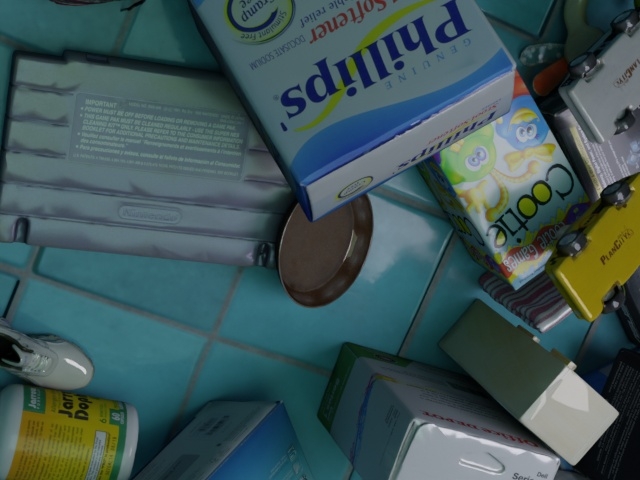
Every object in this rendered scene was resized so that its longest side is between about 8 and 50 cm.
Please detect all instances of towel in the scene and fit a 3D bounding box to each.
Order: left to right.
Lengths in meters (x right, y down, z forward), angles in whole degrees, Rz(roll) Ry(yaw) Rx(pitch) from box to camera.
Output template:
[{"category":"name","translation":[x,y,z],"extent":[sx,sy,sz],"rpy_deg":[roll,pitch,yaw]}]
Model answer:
[{"category":"towel","translation":[0.290,0.040,1.640],"extent":[0.144,0.197,0.029],"rpy_deg":[-39,111,-3]}]

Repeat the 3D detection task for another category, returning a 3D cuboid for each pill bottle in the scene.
[{"category":"pill bottle","translation":[-0.332,0.236,1.559],"extent":[0.208,0.117,0.117],"rpy_deg":[12,101,-18]}]

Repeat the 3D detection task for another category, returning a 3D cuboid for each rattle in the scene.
[{"category":"rattle","translation":[0.361,-0.264,1.669],"extent":[0.130,0.143,0.199],"rpy_deg":[39,109,10]}]

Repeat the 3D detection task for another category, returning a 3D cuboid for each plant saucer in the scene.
[{"category":"plant saucer","translation":[0.000,0.000,1.604],"extent":[0.168,0.029,0.168],"rpy_deg":[-22,121,-42]}]

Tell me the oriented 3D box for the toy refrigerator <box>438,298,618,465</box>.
[{"category":"toy refrigerator","translation":[0.255,0.167,1.627],"extent":[0.102,0.269,0.094],"rpy_deg":[41,91,-21]}]

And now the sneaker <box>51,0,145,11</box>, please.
[{"category":"sneaker","translation":[-0.177,-0.316,1.456],"extent":[0.299,0.112,0.121],"rpy_deg":[-17,108,-12]}]

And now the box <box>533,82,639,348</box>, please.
[{"category":"box","translation":[0.493,-0.082,1.722],"extent":[0.318,0.097,0.395],"rpy_deg":[-32,111,-8]}]

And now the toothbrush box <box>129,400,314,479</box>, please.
[{"category":"toothbrush box","translation":[-0.099,0.376,1.606],"extent":[0.216,0.126,0.295],"rpy_deg":[-44,119,-46]}]

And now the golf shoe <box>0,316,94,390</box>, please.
[{"category":"golf shoe","translation":[-0.349,0.142,1.546],"extent":[0.176,0.086,0.069],"rpy_deg":[24,95,-22]}]

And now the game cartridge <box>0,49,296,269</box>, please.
[{"category":"game cartridge","translation":[-0.197,-0.094,1.541],"extent":[0.355,0.068,0.230],"rpy_deg":[7,99,-18]}]

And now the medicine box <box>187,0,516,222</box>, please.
[{"category":"medicine box","translation":[0.030,-0.215,1.434],"extent":[0.263,0.149,0.289],"rpy_deg":[-30,74,-3]}]

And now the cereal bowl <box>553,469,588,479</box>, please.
[{"category":"cereal bowl","translation":[0.298,0.477,1.721],"extent":[0.339,0.141,0.339],"rpy_deg":[4,116,9]}]

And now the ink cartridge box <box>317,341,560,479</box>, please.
[{"category":"ink cartridge box","translation":[0.137,0.243,1.609],"extent":[0.201,0.278,0.117],"rpy_deg":[18,99,-19]}]

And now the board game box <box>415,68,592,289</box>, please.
[{"category":"board game box","translation":[0.206,-0.101,1.607],"extent":[0.144,0.142,0.275],"rpy_deg":[-35,111,-4]}]

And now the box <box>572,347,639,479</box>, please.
[{"category":"box","translation":[0.551,0.300,1.608],"extent":[0.343,0.312,0.179],"rpy_deg":[18,97,-22]}]

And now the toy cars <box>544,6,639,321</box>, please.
[{"category":"toy cars","translation":[0.332,-0.094,1.537],"extent":[0.176,0.087,0.393],"rpy_deg":[12,79,-31]}]

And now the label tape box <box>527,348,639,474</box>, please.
[{"category":"label tape box","translation":[0.453,0.338,1.818],"extent":[0.249,0.115,0.347],"rpy_deg":[-25,112,-9]}]
